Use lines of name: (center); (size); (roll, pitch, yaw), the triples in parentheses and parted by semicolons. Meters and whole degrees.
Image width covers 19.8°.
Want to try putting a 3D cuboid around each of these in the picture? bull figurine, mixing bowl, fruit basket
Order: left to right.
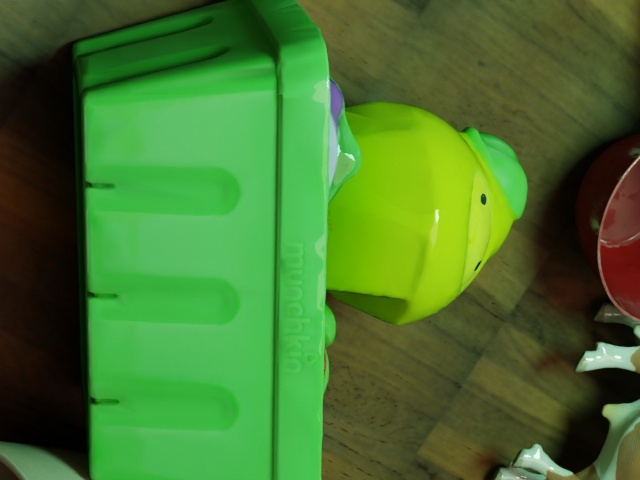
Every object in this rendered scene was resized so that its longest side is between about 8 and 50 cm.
fruit basket: (0.000, 0.000, 1.371); (0.392, 0.283, 0.392); (-3, 110, -9)
bull figurine: (0.272, 0.207, 1.629); (0.188, 0.101, 0.310); (31, 89, 1)
mixing bowl: (0.290, -0.027, 1.594); (0.181, 0.098, 0.181); (-11, 114, -24)

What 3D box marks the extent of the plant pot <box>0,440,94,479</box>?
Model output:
plant pot: (-0.162, 0.273, 1.406); (0.274, 0.256, 0.256); (2, 109, -46)
